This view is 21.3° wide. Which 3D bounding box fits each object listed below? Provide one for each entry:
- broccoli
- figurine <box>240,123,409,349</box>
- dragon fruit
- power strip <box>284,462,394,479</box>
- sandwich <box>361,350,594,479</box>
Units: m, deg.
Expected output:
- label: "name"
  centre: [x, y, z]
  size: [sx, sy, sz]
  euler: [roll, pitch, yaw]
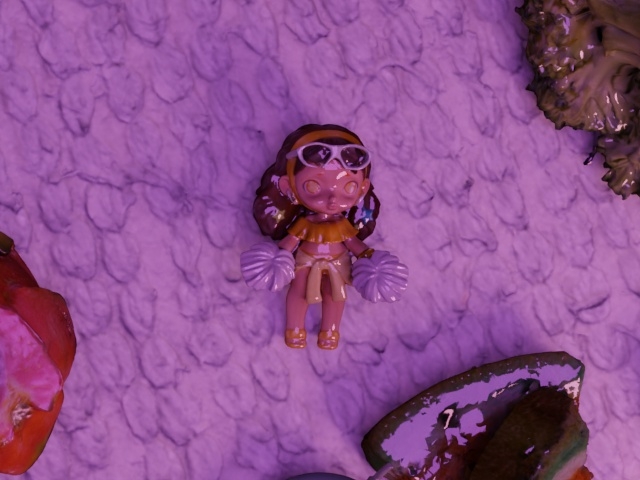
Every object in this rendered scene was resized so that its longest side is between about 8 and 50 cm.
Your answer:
- label: "broccoli"
  centre: [0.348, -0.242, 1.699]
  size: [0.353, 0.397, 0.275]
  euler: [43, 82, -1]
- label: "figurine"
  centre: [0.000, -0.002, 1.772]
  size: [0.174, 0.116, 0.240]
  euler: [2, 96, -9]
- label: "dragon fruit"
  centre: [-0.379, 0.126, 1.663]
  size: [0.290, 0.189, 0.291]
  euler: [0, 90, -10]
- label: "power strip"
  centre: [-0.001, 0.309, 1.783]
  size: [0.216, 0.044, 0.137]
  euler: [-34, 87, 9]
- label: "sandwich"
  centre: [0.191, 0.282, 1.789]
  size: [0.250, 0.162, 0.301]
  euler: [-14, 91, -6]
